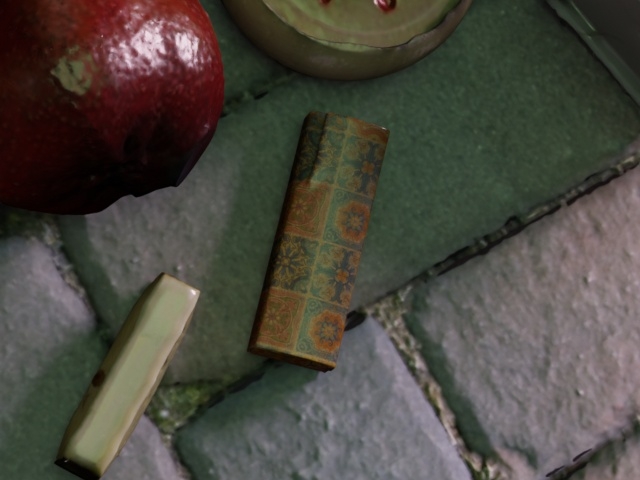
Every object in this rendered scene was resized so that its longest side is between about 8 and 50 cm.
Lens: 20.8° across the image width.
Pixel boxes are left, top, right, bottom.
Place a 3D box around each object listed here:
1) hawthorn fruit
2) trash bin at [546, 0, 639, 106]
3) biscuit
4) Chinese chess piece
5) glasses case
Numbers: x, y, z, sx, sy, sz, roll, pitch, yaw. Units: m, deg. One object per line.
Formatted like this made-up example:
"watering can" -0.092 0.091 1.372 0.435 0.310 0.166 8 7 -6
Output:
"hawthorn fruit" -0.197 -0.161 1.426 0.230 0.210 0.266 -8 81 -29
"trash bin" 0.417 -0.273 1.570 0.367 0.256 0.296 -43 100 -9
"biscuit" -0.160 0.114 1.463 0.052 0.056 0.188 28 74 -5
"Chinese chess piece" 0.023 -0.266 1.549 0.249 0.103 0.250 2 81 -14
"glasses case" 0.000 0.000 1.522 0.075 0.049 0.218 16 77 -9
